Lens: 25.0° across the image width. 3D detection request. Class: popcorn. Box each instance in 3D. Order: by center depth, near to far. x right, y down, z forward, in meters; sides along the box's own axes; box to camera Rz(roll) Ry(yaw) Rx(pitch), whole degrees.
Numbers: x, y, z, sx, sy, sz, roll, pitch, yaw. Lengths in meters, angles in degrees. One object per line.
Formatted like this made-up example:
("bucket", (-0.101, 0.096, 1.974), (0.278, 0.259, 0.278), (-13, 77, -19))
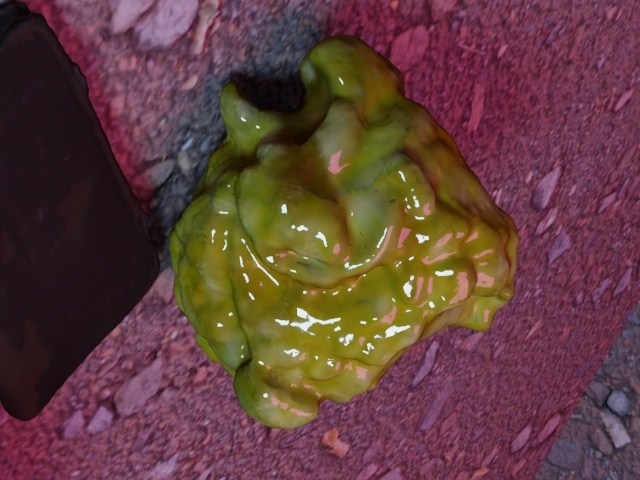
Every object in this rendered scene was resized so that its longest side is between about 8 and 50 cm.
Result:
("popcorn", (0.000, 0.000, 1.089), (0.250, 0.242, 0.235), (-37, 161, 2))

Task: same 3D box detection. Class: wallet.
("wallet", (-0.197, -0.009, 0.956), (0.165, 0.042, 0.309), (-54, 154, -22))
